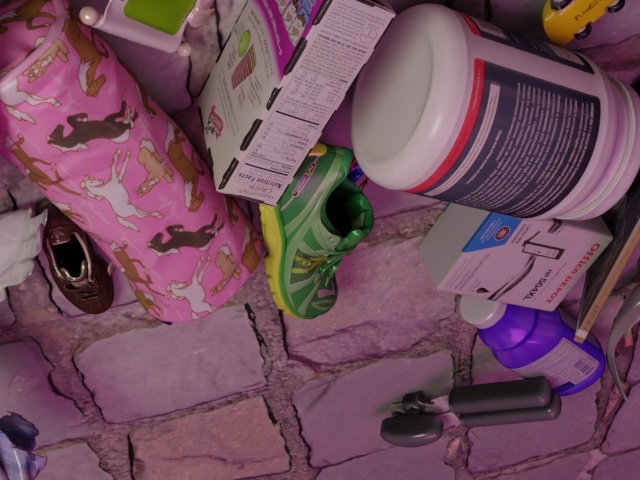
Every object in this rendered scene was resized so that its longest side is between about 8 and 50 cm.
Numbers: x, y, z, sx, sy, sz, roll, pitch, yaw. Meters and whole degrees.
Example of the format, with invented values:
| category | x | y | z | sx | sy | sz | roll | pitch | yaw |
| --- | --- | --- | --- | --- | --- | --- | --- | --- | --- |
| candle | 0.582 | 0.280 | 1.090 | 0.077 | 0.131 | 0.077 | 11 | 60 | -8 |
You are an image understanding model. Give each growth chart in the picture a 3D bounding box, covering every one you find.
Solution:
| category | x | y | z | sx | sy | sz | roll | pitch | yaw |
| --- | --- | --- | --- | --- | --- | --- | --- | --- | --- |
| growth chart | -0.115 | -0.269 | 0.800 | 0.172 | 0.021 | 0.237 | -8 | 136 | -56 |

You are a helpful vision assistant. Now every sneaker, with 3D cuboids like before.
| category | x | y | z | sx | sy | sz | roll | pitch | yaw |
| --- | --- | --- | --- | --- | --- | --- | --- | --- | --- |
| sneaker | 0.000 | 0.000 | 1.060 | 0.123 | 0.109 | 0.296 | 4 | 143 | 9 |
| sneaker | -0.285 | 0.036 | 1.053 | 0.066 | 0.071 | 0.188 | -16 | 136 | -4 |

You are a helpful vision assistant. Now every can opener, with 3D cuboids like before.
| category | x | y | z | sx | sy | sz | roll | pitch | yaw |
| --- | --- | --- | --- | --- | --- | --- | --- | --- | --- |
| can opener | 0.228 | 0.270 | 1.403 | 0.280 | 0.093 | 0.074 | -16 | 131 | 30 |

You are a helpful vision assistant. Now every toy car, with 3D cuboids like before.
| category | x | y | z | sx | sy | sz | roll | pitch | yaw |
| --- | --- | --- | --- | --- | --- | --- | --- | --- | --- |
| toy car | 0.336 | -0.323 | 0.931 | 0.239 | 0.053 | 0.225 | -15 | 136 | -6 |

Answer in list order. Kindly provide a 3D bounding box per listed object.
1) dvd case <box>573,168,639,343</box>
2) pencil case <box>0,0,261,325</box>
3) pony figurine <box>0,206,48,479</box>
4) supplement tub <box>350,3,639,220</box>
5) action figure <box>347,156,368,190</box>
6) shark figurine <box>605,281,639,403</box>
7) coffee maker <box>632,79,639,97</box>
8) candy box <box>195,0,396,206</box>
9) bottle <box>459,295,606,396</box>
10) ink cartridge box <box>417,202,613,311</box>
| category | x | y | z | sx | sy | sz | roll | pitch | yaw |
| --- | --- | --- | --- | --- | --- | --- | --- | --- | --- |
| dvd case | 0.389 | 0.008 | 1.208 | 0.018 | 0.164 | 0.221 | 20 | 131 | 8 |
| pencil case | -0.212 | -0.073 | 0.911 | 0.167 | 0.160 | 0.386 | -32 | 136 | 3 |
| pony figurine | -0.439 | 0.138 | 0.966 | 0.350 | 0.303 | 0.364 | -4 | 125 | 21 |
| supplement tub | 0.187 | -0.126 | 0.972 | 0.272 | 0.191 | 0.191 | 11 | 128 | -27 |
| action figure | 0.043 | -0.082 | 1.084 | 0.115 | 0.030 | 0.038 | -35 | 129 | 13 |
| shark figurine | 0.507 | 0.101 | 1.342 | 0.278 | 0.116 | 0.166 | -46 | 128 | 9 |
| coffee maker | 0.432 | -0.122 | 1.070 | 0.120 | 0.178 | 0.171 | -36 | 136 | 13 |
| candy box | -0.033 | -0.171 | 0.875 | 0.071 | 0.159 | 0.233 | 15 | 127 | -29 |
| bottle | 0.310 | 0.142 | 1.348 | 0.118 | 0.092 | 0.283 | -36 | 134 | 25 |
| ink cartridge box | 0.255 | 0.004 | 1.198 | 0.203 | 0.086 | 0.148 | 11 | 128 | -27 |
